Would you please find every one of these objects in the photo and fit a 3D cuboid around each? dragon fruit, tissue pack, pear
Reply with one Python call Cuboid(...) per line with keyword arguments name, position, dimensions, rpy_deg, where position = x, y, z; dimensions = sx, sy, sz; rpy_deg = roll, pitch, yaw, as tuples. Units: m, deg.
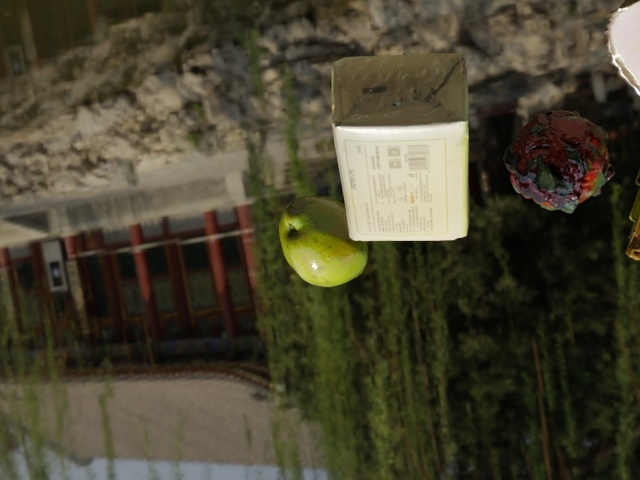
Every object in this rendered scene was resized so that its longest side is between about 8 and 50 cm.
Cuboid(name="dragon fruit", position=(0.401, -0.135, 1.693), dimensions=(0.182, 0.182, 0.188), rpy_deg=(-9, 156, 19))
Cuboid(name="tissue pack", position=(0.103, -0.110, 1.245), dimensions=(0.159, 0.125, 0.234), rpy_deg=(-2, 145, 8))
Cuboid(name="pear", position=(0.000, 0.000, 2.121), dimensions=(0.187, 0.187, 0.219), rpy_deg=(-8, 150, 27))

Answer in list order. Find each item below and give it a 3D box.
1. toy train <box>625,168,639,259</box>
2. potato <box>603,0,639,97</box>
Cuboid(name="toy train", position=(0.541, -0.055, 1.583), dimensions=(0.089, 0.219, 0.127), rpy_deg=(10, -163, -13))
Cuboid(name="potato", position=(0.497, -0.287, 1.227), dimensions=(0.229, 0.229, 0.266), rpy_deg=(-7, -141, 45))
